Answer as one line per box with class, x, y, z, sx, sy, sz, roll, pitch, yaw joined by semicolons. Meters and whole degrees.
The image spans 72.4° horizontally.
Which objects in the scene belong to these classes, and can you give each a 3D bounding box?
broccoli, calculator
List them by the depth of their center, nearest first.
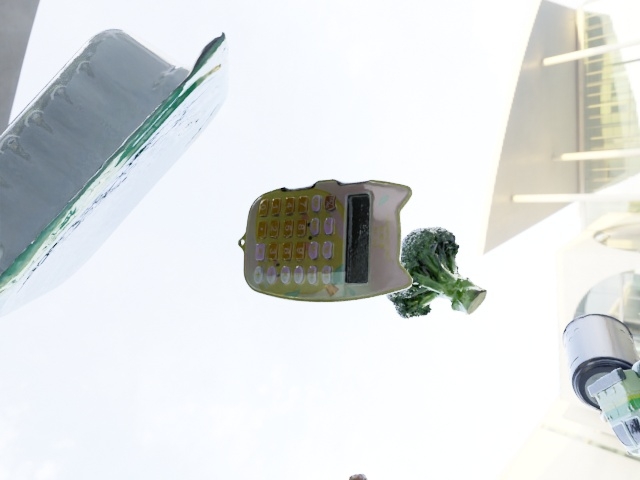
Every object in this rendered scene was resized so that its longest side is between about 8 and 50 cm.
calculator;0.000;0.000;0.552;0.033;0.237;0.157;27;-116;-66
broccoli;0.318;0.112;1.236;0.298;0.297;0.297;-23;-47;-28

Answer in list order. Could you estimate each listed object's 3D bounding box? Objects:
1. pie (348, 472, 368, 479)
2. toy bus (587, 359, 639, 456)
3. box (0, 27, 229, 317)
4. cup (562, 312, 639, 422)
pie;0.106;0.641;1.046;0.033;0.191;0.088;17;-61;-16
toy bus;0.696;0.314;0.831;0.133;0.276;0.164;86;179;-56
box;-0.240;-0.082;0.453;0.106;0.264;0.336;41;-94;-14
cup;0.785;0.364;1.181;0.255;0.178;0.256;56;-149;0
